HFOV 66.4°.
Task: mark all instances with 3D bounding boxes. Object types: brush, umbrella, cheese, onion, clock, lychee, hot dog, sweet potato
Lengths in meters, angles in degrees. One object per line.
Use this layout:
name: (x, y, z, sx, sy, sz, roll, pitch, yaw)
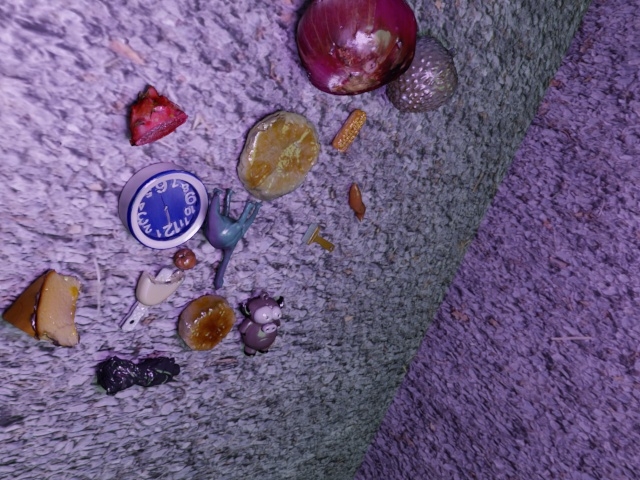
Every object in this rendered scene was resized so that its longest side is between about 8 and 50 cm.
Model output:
brush: (0.000, 0.000, 1.899, 0.082, 0.010, 0.218, -57, 144, 1)
umbrella: (-0.557, 0.412, 1.519, 0.272, 0.110, 0.122, 13, 106, -56)
cheese: (-0.506, 0.171, 1.435, 0.235, 0.050, 0.127, -53, 144, 7)
onion: (0.097, -0.606, 1.358, 0.348, 0.348, 0.385, 5, 78, -49)
clock: (-0.419, -0.092, 1.316, 0.230, 0.083, 0.230, -30, 137, -33)
lychee: (0.356, -0.571, 1.699, 0.274, 0.255, 0.255, -34, 150, 25)
hot dog: (0.103, -0.383, 1.701, 0.165, 0.045, 0.071, -55, 141, 0)
sweet potato: (0.141, -0.148, 1.913, 0.202, 0.058, 0.055, 68, 20, -52)

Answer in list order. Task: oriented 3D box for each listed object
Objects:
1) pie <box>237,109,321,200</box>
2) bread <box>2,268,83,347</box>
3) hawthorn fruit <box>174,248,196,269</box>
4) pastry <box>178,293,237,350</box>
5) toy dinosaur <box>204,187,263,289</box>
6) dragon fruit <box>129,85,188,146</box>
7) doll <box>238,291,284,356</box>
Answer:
pie: (-0.129, -0.262, 1.515, 0.306, 0.071, 0.306, -24, 129, -34)
bread: (-0.649, 0.175, 1.189, 0.169, 0.160, 0.140, -52, 143, -5)
hawthorn fruit: (-0.398, 0.067, 1.471, 0.067, 0.067, 0.103, -46, 152, -13)
pastry: (-0.377, 0.268, 1.611, 0.192, 0.093, 0.182, -42, 140, -25)
toy dinosaur: (-0.299, 0.019, 1.433, 0.330, 0.129, 0.383, -66, 172, 5)
dragon fruit: (-0.409, -0.303, 1.165, 0.153, 0.153, 0.110, -34, 95, -27)
doll: (-0.221, 0.306, 1.793, 0.182, 0.117, 0.257, -6, 123, -39)
